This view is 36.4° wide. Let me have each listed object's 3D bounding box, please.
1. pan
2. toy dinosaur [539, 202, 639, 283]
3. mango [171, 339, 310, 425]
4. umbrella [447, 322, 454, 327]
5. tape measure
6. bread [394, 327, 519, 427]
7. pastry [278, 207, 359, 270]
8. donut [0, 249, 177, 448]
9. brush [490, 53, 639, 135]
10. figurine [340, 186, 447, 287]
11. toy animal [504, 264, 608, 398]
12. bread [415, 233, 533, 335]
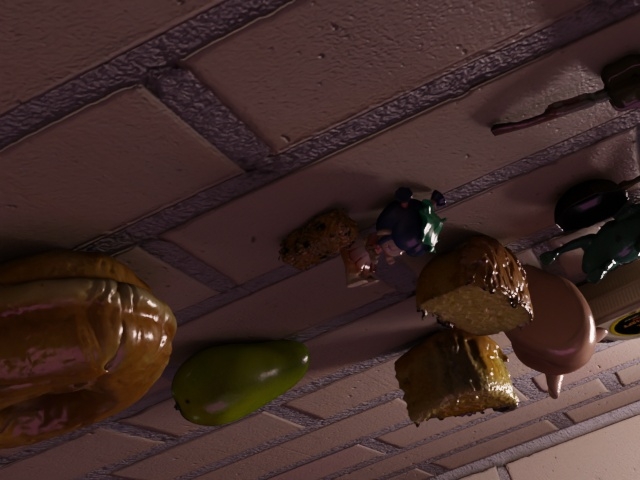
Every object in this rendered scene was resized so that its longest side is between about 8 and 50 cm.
[{"bbox_3d":[0.501,-0.084,1.700,0.202,0.048,0.128,-26,155,21],"label":"pan"},{"bbox_3d":[0.618,-0.009,1.906,0.383,0.129,0.331,-37,160,33],"label":"toy dinosaur"},{"bbox_3d":[-0.154,0.267,1.895,0.293,0.143,0.175,-14,151,-33],"label":"mango"},{"bbox_3d":[0.339,0.155,2.117,0.165,0.025,0.027,-34,180,34],"label":"umbrella"},{"bbox_3d":[0.690,0.144,2.209,0.271,0.133,0.231,-32,144,31],"label":"tape measure"},{"bbox_3d":[0.301,0.288,2.175,0.262,0.204,0.163,-11,143,-6],"label":"bread"},{"bbox_3d":[0.000,0.000,1.538,0.140,0.056,0.080,-24,148,29],"label":"pastry"},{"bbox_3d":[-0.430,0.169,1.435,0.448,0.198,0.449,-15,158,-6],"label":"donut"},{"bbox_3d":[0.387,-0.199,1.376,0.301,0.071,0.084,-19,159,15],"label":"brush"},{"bbox_3d":[0.110,-0.006,1.547,0.195,0.102,0.111,-29,166,29],"label":"figurine"},{"bbox_3d":[0.472,0.185,2.037,0.195,0.213,0.256,-50,158,-4],"label":"toy animal"},{"bbox_3d":[0.285,0.077,1.786,0.160,0.147,0.260,-24,150,34],"label":"bread"}]
